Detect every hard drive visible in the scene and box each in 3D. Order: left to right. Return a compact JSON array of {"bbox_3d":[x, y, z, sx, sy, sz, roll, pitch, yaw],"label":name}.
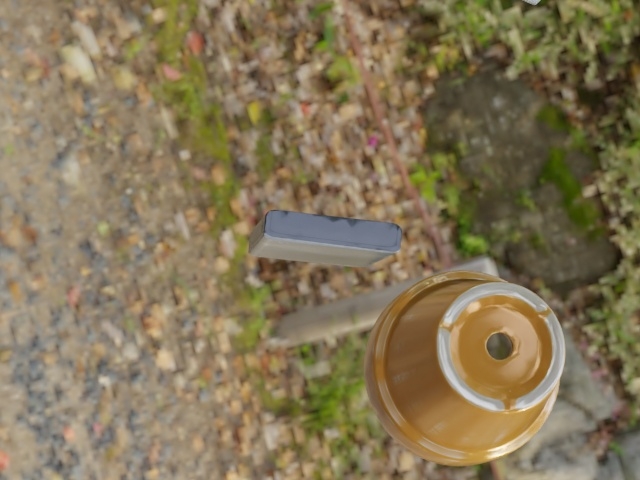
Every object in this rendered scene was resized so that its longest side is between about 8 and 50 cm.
[{"bbox_3d":[0.000,0.000,0.968,0.135,0.094,0.022,145,-49,-81],"label":"hard drive"}]

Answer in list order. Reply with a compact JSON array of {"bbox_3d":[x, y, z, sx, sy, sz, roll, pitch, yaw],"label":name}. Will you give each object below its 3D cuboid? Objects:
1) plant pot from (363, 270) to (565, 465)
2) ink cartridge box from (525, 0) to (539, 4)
[{"bbox_3d":[0.160,0.121,1.361,0.188,0.205,0.205,124,-47,-75],"label":"plant pot"},{"bbox_3d":[0.117,-0.281,0.976,0.176,0.127,0.128,18,47,-23],"label":"ink cartridge box"}]
